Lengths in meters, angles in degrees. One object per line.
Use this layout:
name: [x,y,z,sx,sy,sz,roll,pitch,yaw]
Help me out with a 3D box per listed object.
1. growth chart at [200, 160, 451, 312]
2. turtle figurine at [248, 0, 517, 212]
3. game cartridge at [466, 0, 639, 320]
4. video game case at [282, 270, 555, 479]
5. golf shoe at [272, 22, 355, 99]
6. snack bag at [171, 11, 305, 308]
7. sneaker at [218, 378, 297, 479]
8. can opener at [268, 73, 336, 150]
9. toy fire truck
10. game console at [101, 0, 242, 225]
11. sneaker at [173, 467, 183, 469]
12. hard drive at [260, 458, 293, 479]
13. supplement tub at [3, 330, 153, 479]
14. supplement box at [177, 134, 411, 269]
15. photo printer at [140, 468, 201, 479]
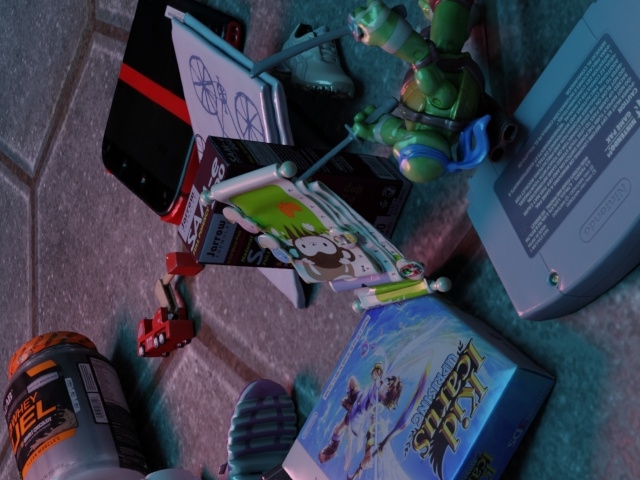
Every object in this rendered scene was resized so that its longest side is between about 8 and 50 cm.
growth chart: [0.000,0.000,1.246,0.172,0.237,0.021,-26,33,52]
turtle figurine: [0.064,-0.184,1.195,0.275,0.198,0.266,-1,50,33]
game cartridge: [0.247,-0.072,1.095,0.297,0.062,0.198,-57,45,39]
video game case: [0.091,0.194,1.257,0.244,0.061,0.269,40,105,53]
golf shoe: [-0.005,-0.233,1.537,0.176,0.069,0.086,36,111,54]
snack bag: [-0.103,-0.105,1.611,0.323,0.037,0.342,41,146,53]
sneaker: [-0.093,0.300,1.598,0.104,0.095,0.236,-175,88,-67]
can opener: [-0.066,-0.158,1.606,0.074,0.093,0.280,-59,41,17]
toy fire truck: [-0.243,0.104,1.916,0.192,0.047,0.135,-33,58,55]
game console: [-0.248,-0.228,1.973,0.386,0.060,0.342,35,111,55]
sneaker: [-0.211,0.393,1.770,0.262,0.104,0.125,-39,51,51]
hard drive: [0.003,0.415,1.377,0.237,0.064,0.339,-40,50,27]
supplement tub: [-0.415,0.324,2.025,0.338,0.207,0.207,59,135,44]
supplement box: [-0.029,-0.037,1.375,0.073,0.239,0.130,52,130,49]
photo printer: [-0.192,0.490,1.542,0.256,0.107,0.307,-58,43,34]
